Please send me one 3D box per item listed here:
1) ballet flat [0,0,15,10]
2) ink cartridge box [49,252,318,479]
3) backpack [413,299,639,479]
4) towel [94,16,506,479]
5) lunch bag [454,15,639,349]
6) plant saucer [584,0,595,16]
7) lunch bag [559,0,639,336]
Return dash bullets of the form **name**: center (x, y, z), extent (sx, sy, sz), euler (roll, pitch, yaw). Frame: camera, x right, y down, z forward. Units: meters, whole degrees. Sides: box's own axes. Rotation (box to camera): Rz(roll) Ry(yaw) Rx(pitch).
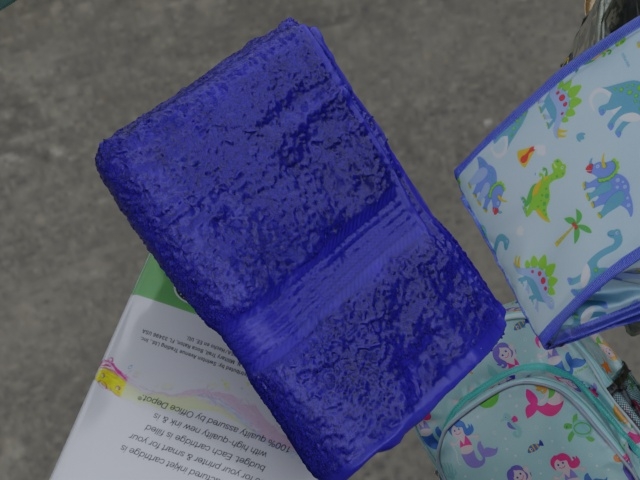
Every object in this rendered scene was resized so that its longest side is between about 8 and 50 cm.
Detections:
- **ballet flat**: center (-0.285, -0.185, 0.916), extent (0.123, 0.123, 0.348), euler (-38, 7, -38)
- **ink cartridge box**: center (-0.089, 0.163, 1.073), extent (0.201, 0.117, 0.278), euler (19, 60, 1)
- **backpack**: center (0.219, 0.195, 1.371), extent (0.225, 0.253, 0.191), euler (-35, -8, 22)
- **towel**: center (0.000, 0.000, 0.992), extent (0.228, 0.308, 0.076), euler (-41, 9, -36)
- **lunch bag**: center (0.162, -0.027, 0.739), extent (0.151, 0.096, 0.128), euler (-33, 56, 14)
- **plant saucer**: center (0.315, -0.244, 1.409), extent (0.083, 0.083, 0.015), euler (-21, 2, -15)
- **lunch bag**: center (0.307, -0.092, 1.243), extent (0.169, 0.235, 0.287), euler (-21, 71, -11)
